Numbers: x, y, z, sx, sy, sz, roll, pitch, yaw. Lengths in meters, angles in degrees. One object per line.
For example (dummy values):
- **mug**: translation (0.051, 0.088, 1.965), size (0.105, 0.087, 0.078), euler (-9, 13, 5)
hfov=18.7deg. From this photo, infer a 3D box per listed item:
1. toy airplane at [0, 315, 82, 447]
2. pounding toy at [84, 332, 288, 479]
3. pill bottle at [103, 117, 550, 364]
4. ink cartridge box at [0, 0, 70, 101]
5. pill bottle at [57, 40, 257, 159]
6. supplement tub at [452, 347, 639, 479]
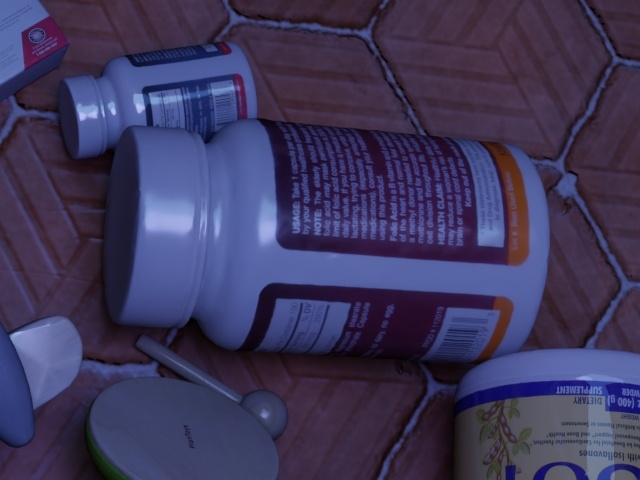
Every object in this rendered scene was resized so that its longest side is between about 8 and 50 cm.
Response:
- **toy airplane**: translation (-0.426, 0.184, 1.621), size (0.384, 0.272, 0.386), euler (17, 63, -6)
- **pounding toy**: translation (-0.136, 0.211, 1.812), size (0.183, 0.110, 0.237), euler (23, 27, 0)
- **pill bottle**: translation (0.000, 0.000, 1.861), size (0.392, 0.224, 0.224), euler (5, 72, -16)
- **ink cartridge box**: translation (-0.338, -0.217, 1.912), size (0.109, 0.063, 0.150), euler (-35, 85, -23)
- **pill bottle**: translation (-0.163, -0.133, 1.916), size (0.180, 0.108, 0.108), euler (-10, 76, -20)
- **supplement tub**: translation (0.242, 0.287, 1.833), size (0.241, 0.241, 0.331), euler (7, 71, -15)
